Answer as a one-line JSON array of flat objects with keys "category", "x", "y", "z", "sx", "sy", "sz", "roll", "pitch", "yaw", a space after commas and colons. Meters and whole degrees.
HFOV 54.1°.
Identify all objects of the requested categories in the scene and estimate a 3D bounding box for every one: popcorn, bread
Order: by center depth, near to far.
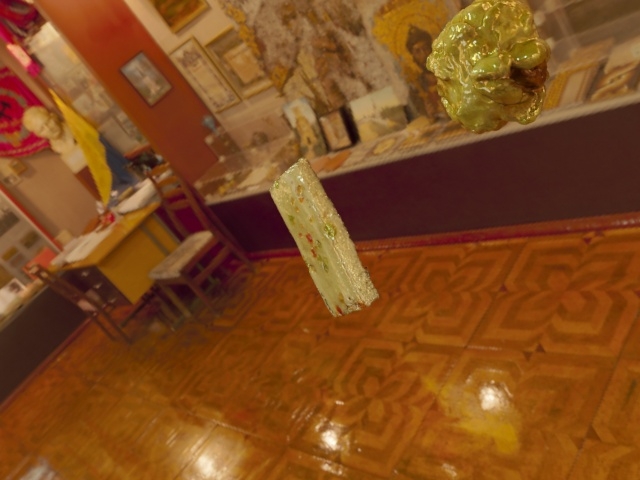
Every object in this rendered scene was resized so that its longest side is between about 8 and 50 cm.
[{"category": "bread", "x": 0.000, "y": 0.000, "z": 0.605, "sx": 0.028, "sy": 0.153, "sz": 0.068, "roll": -23, "pitch": -6, "yaw": -29}, {"category": "popcorn", "x": 0.312, "y": -0.329, "z": 1.171, "sx": 0.195, "sy": 0.256, "sz": 0.255, "roll": -13, "pitch": 41, "yaw": -27}]
